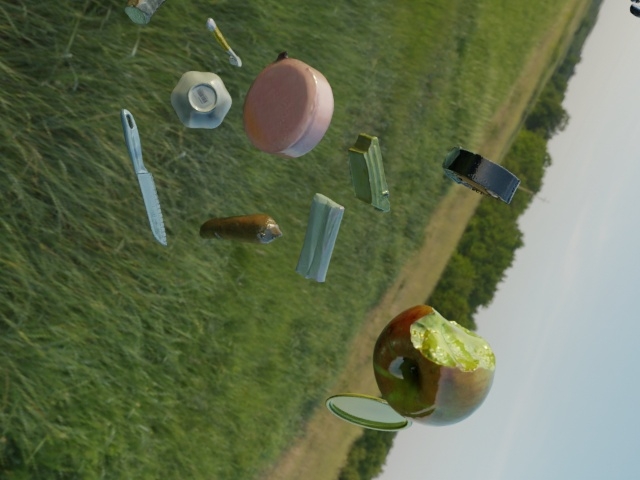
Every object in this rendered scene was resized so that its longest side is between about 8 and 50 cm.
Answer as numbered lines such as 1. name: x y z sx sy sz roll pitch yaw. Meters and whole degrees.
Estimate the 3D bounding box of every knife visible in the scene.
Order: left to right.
1. knife: -0.386 -0.137 1.384 0.044 0.019 0.313 -13 87 -50

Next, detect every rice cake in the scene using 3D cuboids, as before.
1. rice cake: -0.001 0.001 1.493 0.042 0.080 0.222 -29 141 -51

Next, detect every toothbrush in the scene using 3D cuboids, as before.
1. toothbrush: -0.219 -0.442 1.426 0.288 0.024 0.021 19 81 -85

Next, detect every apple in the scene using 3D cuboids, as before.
1. apple: 0.235 0.245 1.281 0.226 0.246 0.246 -13 131 -44

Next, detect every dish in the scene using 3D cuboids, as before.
1. dish: -0.367 -0.440 1.963 0.191 0.190 0.066 -63 -164 -5

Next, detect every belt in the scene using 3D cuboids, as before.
1. belt: 0.408 -0.170 1.625 0.078 0.198 0.151 -62 -175 2

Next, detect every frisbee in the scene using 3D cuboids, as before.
1. frisbee: 0.127 0.454 1.673 0.236 0.235 0.017 95 11 -58

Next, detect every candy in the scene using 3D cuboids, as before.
1. candy: -0.083 -0.336 1.585 0.094 0.255 0.256 14 103 -53

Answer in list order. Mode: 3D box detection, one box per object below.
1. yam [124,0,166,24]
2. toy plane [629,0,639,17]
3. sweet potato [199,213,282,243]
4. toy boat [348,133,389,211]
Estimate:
1. yam: -0.268 -0.501 1.145 0.061 0.061 0.274 88 23 -64
2. toy plane: 0.735 -0.465 1.308 0.246 0.169 0.078 -15 139 -47
3. sweet potato: -0.215 -0.028 1.588 0.075 0.273 0.075 -1 91 -55
4. toy boat: 0.158 -0.208 2.078 0.084 0.111 0.277 -28 121 -25
